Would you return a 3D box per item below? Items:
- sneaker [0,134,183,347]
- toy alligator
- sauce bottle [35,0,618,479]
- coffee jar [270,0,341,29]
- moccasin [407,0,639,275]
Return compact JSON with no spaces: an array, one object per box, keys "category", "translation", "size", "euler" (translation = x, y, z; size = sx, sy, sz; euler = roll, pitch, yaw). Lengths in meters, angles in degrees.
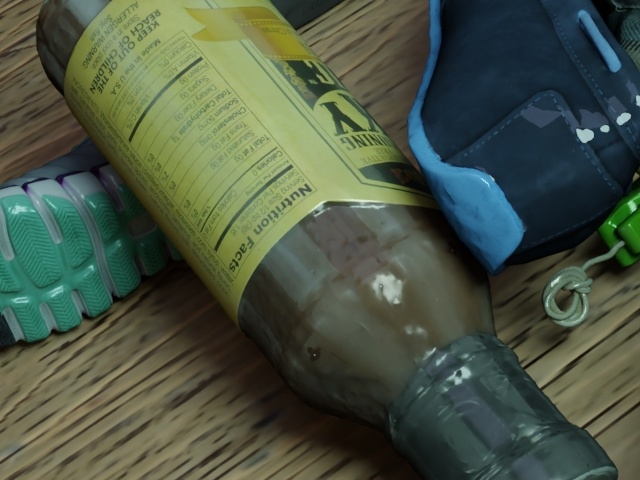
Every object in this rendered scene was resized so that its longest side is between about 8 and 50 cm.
[{"category":"sneaker","translation":[-0.126,-0.015,1.011],"size":[0.223,0.083,0.098],"euler":[-19,29,-15]},{"category":"toy alligator","translation":[0.164,-0.019,0.928],"size":[0.189,0.056,0.051],"euler":[-39,5,-19]},{"category":"sauce bottle","translation":[0.000,0.000,0.874],"size":[0.111,0.111,0.344],"euler":[-32,64,-15]},{"category":"coffee jar","translation":[-0.050,-0.196,1.157],"size":[0.096,0.079,0.184],"euler":[-34,46,-17]},{"category":"moccasin","translation":[0.126,-0.091,0.922],"size":[0.116,0.138,0.342],"euler":[-28,26,21]}]
